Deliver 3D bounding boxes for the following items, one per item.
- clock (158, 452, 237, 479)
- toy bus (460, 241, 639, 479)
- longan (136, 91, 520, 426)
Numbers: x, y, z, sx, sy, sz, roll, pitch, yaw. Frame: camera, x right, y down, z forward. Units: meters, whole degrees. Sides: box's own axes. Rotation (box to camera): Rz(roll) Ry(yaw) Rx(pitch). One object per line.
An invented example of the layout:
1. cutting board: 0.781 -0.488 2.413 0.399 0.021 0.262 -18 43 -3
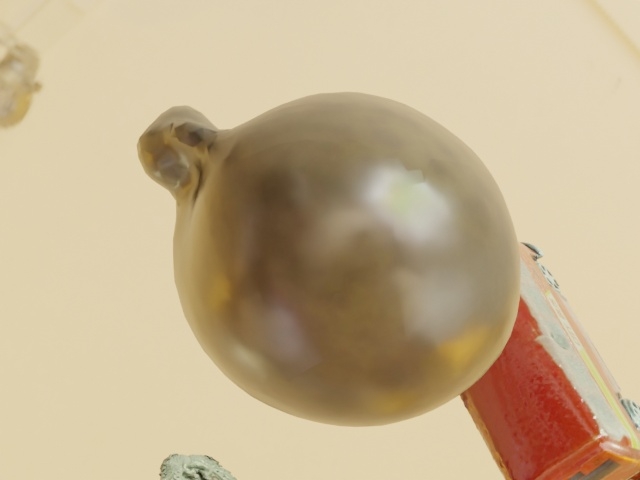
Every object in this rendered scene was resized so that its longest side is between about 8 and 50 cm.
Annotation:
1. clock: -0.084 0.191 1.264 0.074 0.083 0.010 7 -52 -42
2. toy bus: 0.167 0.104 1.391 0.121 0.265 0.120 -39 -36 18
3. longan: 0.000 0.000 0.816 0.204 0.185 0.159 34 -104 8
